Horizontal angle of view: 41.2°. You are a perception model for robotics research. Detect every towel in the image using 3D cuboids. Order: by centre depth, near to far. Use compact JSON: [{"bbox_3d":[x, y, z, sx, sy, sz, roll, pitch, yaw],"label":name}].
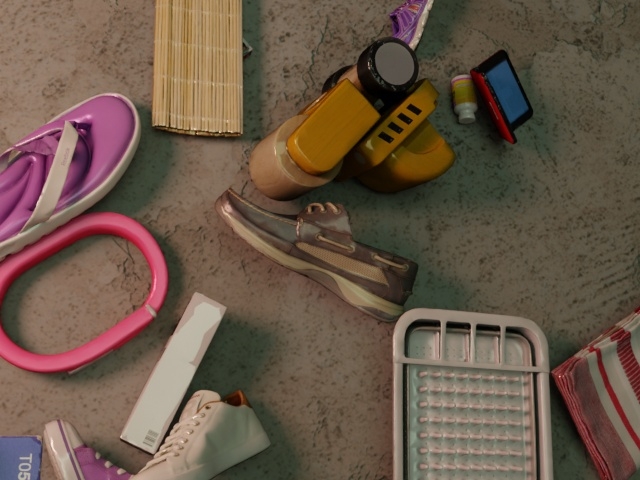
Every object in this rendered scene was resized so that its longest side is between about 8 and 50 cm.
[{"bbox_3d":[0.571,0.247,1.485,0.329,0.037,0.237,-30,99,-21],"label":"towel"}]

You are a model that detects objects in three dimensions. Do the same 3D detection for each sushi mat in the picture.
[{"bbox_3d":[-0.207,-0.328,1.448,0.152,0.019,0.316,2,75,-15],"label":"sushi mat"}]

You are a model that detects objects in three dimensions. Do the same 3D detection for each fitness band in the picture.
[{"bbox_3d":[-0.373,0.080,1.307,0.291,0.054,0.209,-34,85,-21],"label":"fitness band"}]

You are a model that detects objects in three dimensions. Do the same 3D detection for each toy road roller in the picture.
[{"bbox_3d":[0.070,-0.153,1.412,0.240,0.202,0.329,48,68,-10],"label":"toy road roller"}]

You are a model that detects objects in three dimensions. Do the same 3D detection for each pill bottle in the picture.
[{"bbox_3d":[0.266,-0.259,1.567,0.043,0.043,0.083,1,75,-14],"label":"pill bottle"}]

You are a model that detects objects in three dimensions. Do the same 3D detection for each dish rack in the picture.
[{"bbox_3d":[0.237,0.286,1.389,0.286,0.072,0.332,7,74,-19],"label":"dish rack"}]

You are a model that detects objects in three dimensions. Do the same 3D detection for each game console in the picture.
[{"bbox_3d":[0.341,-0.263,1.546,0.085,0.124,0.144,-29,106,5],"label":"game console"}]

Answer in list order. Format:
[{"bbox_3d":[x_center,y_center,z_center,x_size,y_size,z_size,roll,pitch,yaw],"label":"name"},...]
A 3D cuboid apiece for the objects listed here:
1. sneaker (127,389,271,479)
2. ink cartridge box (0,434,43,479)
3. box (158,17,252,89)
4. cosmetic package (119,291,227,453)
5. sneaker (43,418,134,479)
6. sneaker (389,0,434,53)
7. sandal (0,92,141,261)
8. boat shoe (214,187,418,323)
[{"bbox_3d":[-0.191,0.288,1.214,0.290,0.106,0.123,-11,77,-62],"label":"sneaker"},{"bbox_3d":[-0.482,0.369,0.913,0.330,0.071,0.324,2,75,-11],"label":"ink cartridge box"},{"bbox_3d":[-0.199,-0.326,1.475,0.137,0.027,0.094,-39,88,-20],"label":"box"},{"bbox_3d":[-0.224,0.202,1.289,0.060,0.099,0.239,26,70,-4],"label":"cosmetic package"},{"bbox_3d":[-0.280,0.360,1.238,0.161,0.102,0.282,-29,94,-24],"label":"sneaker"},{"bbox_3d":[0.167,-0.423,1.576,0.071,0.068,0.169,20,72,-2],"label":"sneaker"},{"bbox_3d":[-0.437,-0.092,1.286,0.169,0.102,0.416,36,68,20],"label":"sandal"},{"bbox_3d":[0.000,0.000,1.373,0.355,0.132,0.130,30,90,-14],"label":"boat shoe"}]
